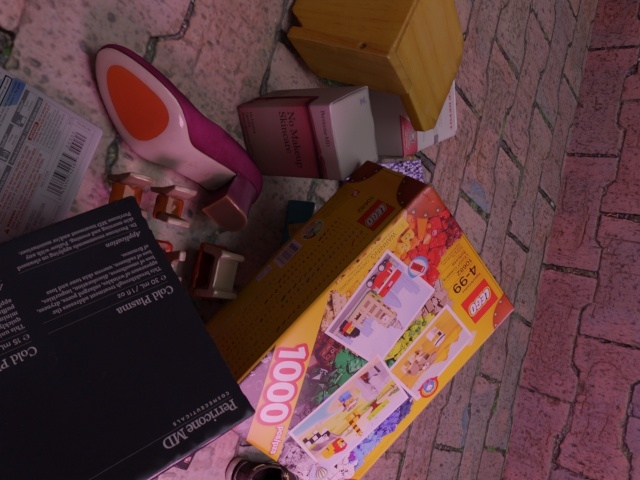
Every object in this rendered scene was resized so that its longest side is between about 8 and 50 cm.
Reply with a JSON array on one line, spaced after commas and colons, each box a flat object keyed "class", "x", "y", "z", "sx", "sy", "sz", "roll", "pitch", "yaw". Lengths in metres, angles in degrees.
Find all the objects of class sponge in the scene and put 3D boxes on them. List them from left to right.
[{"class": "sponge", "x": 0.158, "y": -0.134, "z": 1.455, "sx": 0.210, "sy": 0.031, "sz": 0.117, "roll": -8, "pitch": 90, "yaw": -18}]

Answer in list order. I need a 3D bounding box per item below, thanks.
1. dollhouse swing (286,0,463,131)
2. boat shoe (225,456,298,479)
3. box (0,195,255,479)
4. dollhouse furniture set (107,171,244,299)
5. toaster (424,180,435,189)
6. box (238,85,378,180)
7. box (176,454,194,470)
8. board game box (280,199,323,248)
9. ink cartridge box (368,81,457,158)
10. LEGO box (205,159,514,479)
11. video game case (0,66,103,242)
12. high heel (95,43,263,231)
[{"class": "dollhouse swing", "x": 0.146, "y": -0.463, "z": 1.344, "sx": 0.305, "sy": 0.315, "sz": 0.346, "roll": 68, "pitch": 42, "yaw": -64}, {"class": "boat shoe", "x": -0.113, "y": 0.532, "z": 1.302, "sx": 0.228, "sy": 0.069, "sz": 0.081, "roll": 34, "pitch": 70, "yaw": -49}, {"class": "box", "x": -0.312, "y": 0.168, "z": 0.692, "sx": 0.343, "sy": 0.179, "sz": 0.312, "roll": -25, "pitch": 76, "yaw": -30}, {"class": "dollhouse furniture set", "x": -0.274, "y": 0.040, "z": 0.989, "sx": 0.259, "sy": 0.135, "sz": 0.262, "roll": 15, "pitch": 85, "yaw": -41}, {"class": "toaster", "x": 0.221, "y": -0.092, "z": 1.575, "sx": 0.227, "sy": 0.129, "sz": 0.146, "roll": 9, "pitch": 85, "yaw": -49}, {"class": "box", "x": -0.024, "y": -0.210, "z": 1.144, "sx": 0.127, "sy": 0.232, "sz": 0.148, "roll": -35, "pitch": 123, "yaw": -43}, {"class": "box", "x": -0.261, "y": 0.278, "z": 1.074, "sx": 0.183, "sy": 0.056, "sz": 0.231, "roll": 50, "pitch": 58, "yaw": -45}, {"class": "board game box", "x": 0.004, "y": 0.098, "z": 1.365, "sx": 0.254, "sy": 0.079, "sz": 0.336, "roll": 15, "pitch": 84, "yaw": -52}, {"class": "ink cartridge box", "x": 0.241, "y": -0.349, "z": 1.555, "sx": 0.283, "sy": 0.117, "sz": 0.207, "roll": -28, "pitch": 118, "yaw": -46}, {"class": "LEGO box", "x": 0.061, "y": 0.167, "z": 1.081, "sx": 0.500, "sy": 0.193, "sz": 0.372, "roll": -46, "pitch": 124, "yaw": -6}, {"class": "video game case", "x": -0.470, "y": -0.072, "z": 0.758, "sx": 0.300, "sy": 0.036, "sz": 0.328, "roll": 33, "pitch": 71, "yaw": -50}, {"class": "high heel", "x": -0.233, "y": -0.194, "z": 1.021, "sx": 0.377, "sy": 0.127, "sz": 0.181, "roll": 58, "pitch": 23, "yaw": -34}]
